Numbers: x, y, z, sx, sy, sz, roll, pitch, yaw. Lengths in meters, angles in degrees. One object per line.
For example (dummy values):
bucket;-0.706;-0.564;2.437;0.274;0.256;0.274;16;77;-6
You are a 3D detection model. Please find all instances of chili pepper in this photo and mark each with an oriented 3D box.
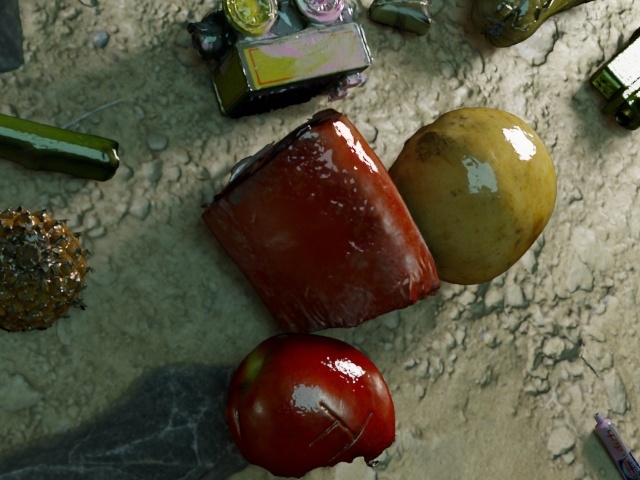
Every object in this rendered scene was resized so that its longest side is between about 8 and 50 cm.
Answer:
chili pepper;0.000;0.000;1.356;0.251;0.229;0.305;-30;96;6

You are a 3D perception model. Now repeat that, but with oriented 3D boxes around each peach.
peach;-0.008;0.232;1.328;0.226;0.190;0.196;35;40;-19

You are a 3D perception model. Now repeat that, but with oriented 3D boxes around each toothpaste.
toothpaste;0.486;0.349;1.600;0.045;0.028;0.170;-35;97;-19

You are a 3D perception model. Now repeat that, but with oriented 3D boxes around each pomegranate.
pomegranate;0.219;-0.072;1.464;0.260;0.260;0.260;5;76;-22

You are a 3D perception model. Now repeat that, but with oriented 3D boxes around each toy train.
toy train;0.571;-0.295;1.748;0.225;0.090;0.137;-40;88;-25
toy train;-0.057;-0.286;1.449;0.261;0.134;0.177;-16;85;-25

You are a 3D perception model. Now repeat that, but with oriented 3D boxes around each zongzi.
zongzi;0.131;-0.390;1.604;0.104;0.052;0.113;16;59;-13
zongzi;0.390;-0.399;1.675;0.274;0.125;0.251;29;68;-21

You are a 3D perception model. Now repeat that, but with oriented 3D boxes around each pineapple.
pineapple;-0.366;0.029;1.245;0.176;0.137;0.161;10;75;-20

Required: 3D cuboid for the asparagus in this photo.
asparagus;-0.404;-0.134;1.311;0.278;0.060;0.067;15;92;-20
